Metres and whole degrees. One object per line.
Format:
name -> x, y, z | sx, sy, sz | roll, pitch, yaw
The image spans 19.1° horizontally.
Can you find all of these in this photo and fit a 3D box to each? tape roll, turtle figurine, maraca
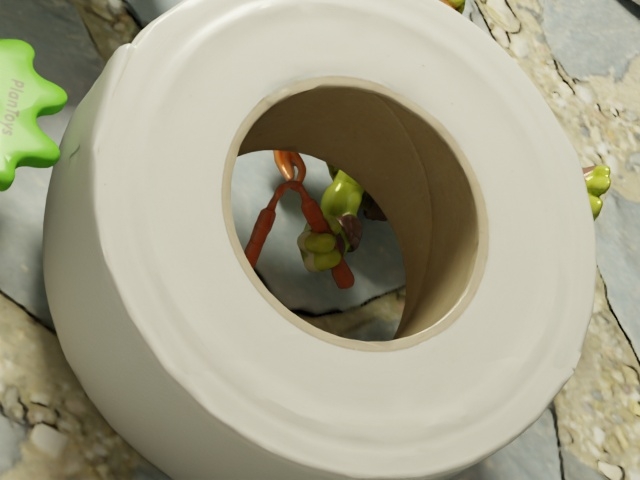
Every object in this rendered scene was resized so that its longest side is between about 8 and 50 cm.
tape roll -> 0.000, 0.000, 1.003 | 0.286, 0.100, 0.286 | 8, 68, -21
turtle figurine -> 0.055, -0.034, 1.150 | 0.217, 0.087, 0.270 | 29, 61, -11
maraca -> -0.218, -0.085, 0.964 | 0.185, 0.099, 0.127 | 18, 48, -18

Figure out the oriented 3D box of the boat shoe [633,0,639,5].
boat shoe -> 0.243, -0.350, 1.513 | 0.127, 0.158, 0.341 | -7, 60, -41
